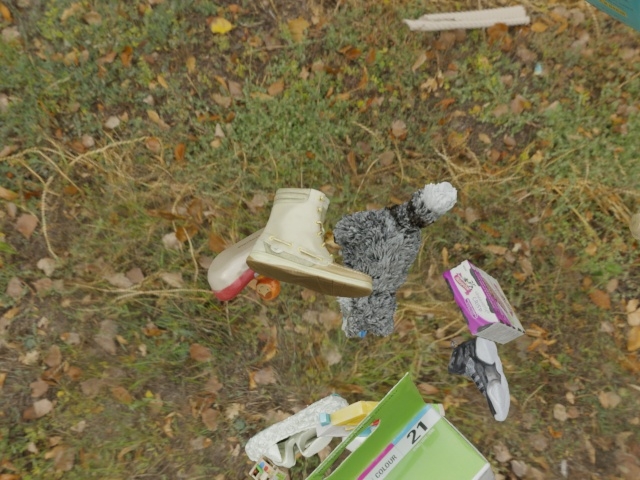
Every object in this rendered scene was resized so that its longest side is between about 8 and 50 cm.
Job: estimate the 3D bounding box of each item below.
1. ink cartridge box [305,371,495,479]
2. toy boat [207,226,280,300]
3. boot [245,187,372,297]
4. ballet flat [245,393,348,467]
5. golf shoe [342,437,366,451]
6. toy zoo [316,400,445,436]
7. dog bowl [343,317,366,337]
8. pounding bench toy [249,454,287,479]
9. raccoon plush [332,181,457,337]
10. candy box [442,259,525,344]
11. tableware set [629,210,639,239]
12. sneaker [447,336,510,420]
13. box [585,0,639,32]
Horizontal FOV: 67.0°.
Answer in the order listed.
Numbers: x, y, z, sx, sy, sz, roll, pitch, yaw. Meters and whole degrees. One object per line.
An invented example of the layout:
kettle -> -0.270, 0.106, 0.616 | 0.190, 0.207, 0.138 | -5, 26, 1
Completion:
ink cartridge box -> 0.084, 0.272, 0.516 | 0.188, 0.255, 0.097 | -43, 54, -8
toy boat -> -0.144, 0.073, 1.131 | 0.231, 0.151, 0.151 | -32, 108, -23
boot -> 0.000, 0.000, 1.005 | 0.261, 0.095, 0.204 | 14, 63, 10
ballet flat -> -0.080, 0.623, 1.511 | 0.408, 0.147, 0.147 | -37, 74, 18
golf shoe -> 0.190, 0.610, 1.339 | 0.305, 0.116, 0.140 | 10, 30, 24
toy zoo -> 0.123, 0.426, 1.144 | 0.293, 0.192, 0.030 | 13, 50, -30
dog bowl -> 0.143, 0.180, 1.645 | 0.073, 0.166, 0.298 | 14, 105, 17
pounding bench toy -> -0.129, 0.531, 1.110 | 0.065, 0.083, 0.052 | 25, 67, 37
raccoon plush -> 0.159, 0.072, 1.178 | 0.215, 0.446, 0.300 | 3, 72, -13
candy box -> 0.392, 0.152, 1.148 | 0.071, 0.233, 0.159 | -33, 59, 23
tableware set -> 0.559, -0.038, 0.795 | 0.019, 0.141, 0.169 | 11, 36, 3
sneaker -> 0.504, 0.441, 1.555 | 0.153, 0.101, 0.269 | -19, 79, 39
box -> 0.202, -0.251, 0.337 | 0.060, 0.244, 0.101 | -43, 47, 22
